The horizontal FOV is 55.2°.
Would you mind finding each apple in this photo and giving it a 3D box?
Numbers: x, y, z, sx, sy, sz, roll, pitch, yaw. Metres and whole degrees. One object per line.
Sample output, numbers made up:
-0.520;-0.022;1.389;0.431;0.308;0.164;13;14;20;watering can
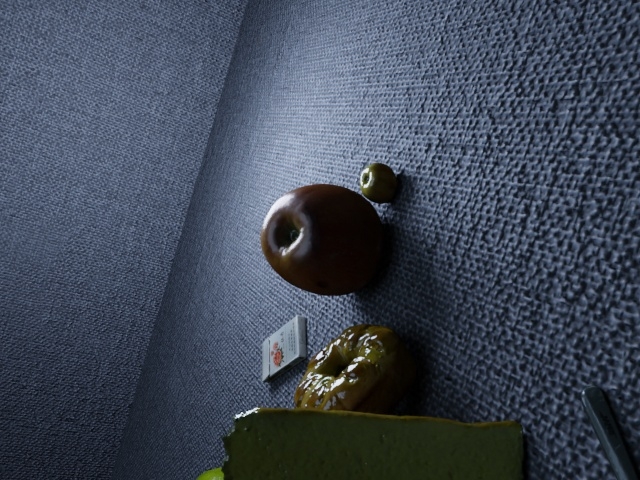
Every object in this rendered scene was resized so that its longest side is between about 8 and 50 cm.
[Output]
0.000;0.000;1.264;0.253;0.253;0.254;-39;44;50;apple
0.119;-0.118;1.273;0.084;0.071;0.084;-38;44;51;apple

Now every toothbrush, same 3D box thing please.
0.348;0.292;0.663;0.030;0.030;0.297;-29;45;22;toothbrush

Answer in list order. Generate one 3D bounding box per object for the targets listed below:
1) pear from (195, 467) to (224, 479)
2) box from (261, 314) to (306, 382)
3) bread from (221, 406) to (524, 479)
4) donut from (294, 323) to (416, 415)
-0.229;0.644;1.419;0.187;0.187;0.220;-58;24;29;pear
-0.094;0.274;1.527;0.198;0.029;0.109;-43;41;46;box
0.057;0.349;0.827;0.245;0.361;0.233;-32;48;57;bread
0.059;0.245;1.076;0.226;0.114;0.226;-38;16;13;donut
